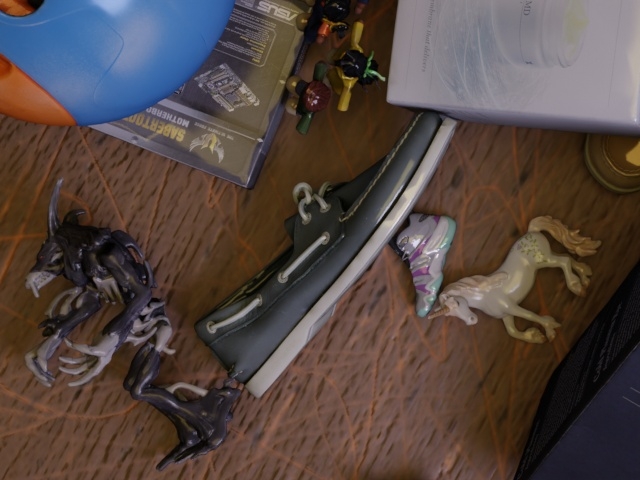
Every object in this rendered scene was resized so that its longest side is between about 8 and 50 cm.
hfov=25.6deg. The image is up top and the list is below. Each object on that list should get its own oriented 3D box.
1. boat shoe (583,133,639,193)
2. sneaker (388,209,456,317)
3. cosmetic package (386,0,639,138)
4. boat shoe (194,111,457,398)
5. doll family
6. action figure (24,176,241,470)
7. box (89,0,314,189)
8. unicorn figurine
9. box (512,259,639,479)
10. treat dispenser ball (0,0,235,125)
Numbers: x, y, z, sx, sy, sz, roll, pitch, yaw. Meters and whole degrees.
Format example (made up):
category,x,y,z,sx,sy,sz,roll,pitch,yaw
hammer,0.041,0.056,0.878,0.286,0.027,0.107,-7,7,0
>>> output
category,x,y,z,sx,sy,sz,roll,pitch,yaw
boat shoe,0.352,-0.160,1.281,0.104,0.089,0.285,42,92,1
sneaker,0.084,0.019,1.323,0.069,0.038,0.098,15,82,4
cosmetic package,0.194,-0.213,1.231,0.224,0.138,0.224,7,90,22
boat shoe,0.000,0.000,1.262,0.099,0.116,0.319,39,110,4
doll family,0.021,-0.186,1.237,0.076,0.111,0.193,6,93,-11
action figure,-0.193,0.084,1.273,0.141,0.164,0.276,-38,96,-18
box,-0.139,-0.172,1.319,0.231,0.056,0.183,20,91,3
unicorn figurine,0.181,0.046,1.310,0.111,0.060,0.162,36,74,0
box,0.382,0.160,1.160,0.343,0.179,0.312,29,134,2
treat dispenser ball,-0.207,-0.237,1.149,0.288,0.288,0.288,0,90,3
